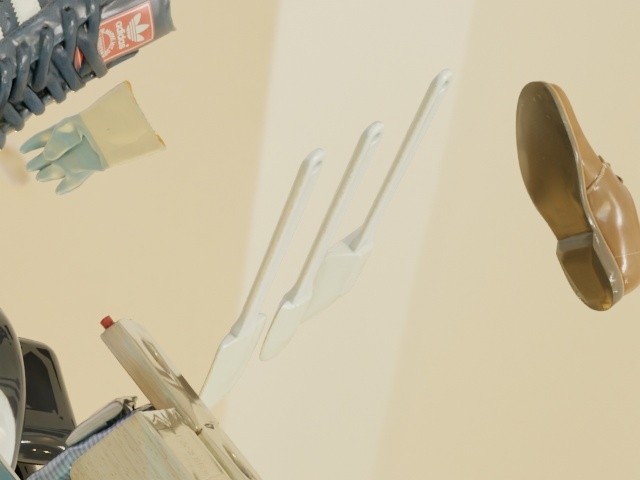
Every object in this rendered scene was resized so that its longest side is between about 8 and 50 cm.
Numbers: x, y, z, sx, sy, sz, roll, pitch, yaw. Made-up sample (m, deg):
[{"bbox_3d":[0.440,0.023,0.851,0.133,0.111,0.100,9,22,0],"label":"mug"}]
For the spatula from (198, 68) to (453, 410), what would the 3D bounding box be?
[{"bbox_3d":[0.000,0.000,1.113,0.019,0.168,0.242,41,-42,17],"label":"spatula"}]

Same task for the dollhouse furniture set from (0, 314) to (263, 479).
[{"bbox_3d":[-0.106,0.118,0.792,0.129,0.129,0.184,51,1,7],"label":"dollhouse furniture set"}]

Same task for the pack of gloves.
[{"bbox_3d":[-0.271,-0.158,1.981,0.232,0.046,0.195,-20,-75,46],"label":"pack of gloves"}]

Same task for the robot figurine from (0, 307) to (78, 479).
[{"bbox_3d":[-0.295,0.103,1.158,0.173,0.278,0.209,10,-91,57],"label":"robot figurine"}]

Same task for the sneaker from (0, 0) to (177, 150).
[{"bbox_3d":[-0.182,-0.137,1.226,0.148,0.350,0.131,14,-35,8],"label":"sneaker"}]

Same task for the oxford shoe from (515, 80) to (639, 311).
[{"bbox_3d":[0.233,-0.049,1.631,0.076,0.076,0.212,0,-65,58],"label":"oxford shoe"}]
